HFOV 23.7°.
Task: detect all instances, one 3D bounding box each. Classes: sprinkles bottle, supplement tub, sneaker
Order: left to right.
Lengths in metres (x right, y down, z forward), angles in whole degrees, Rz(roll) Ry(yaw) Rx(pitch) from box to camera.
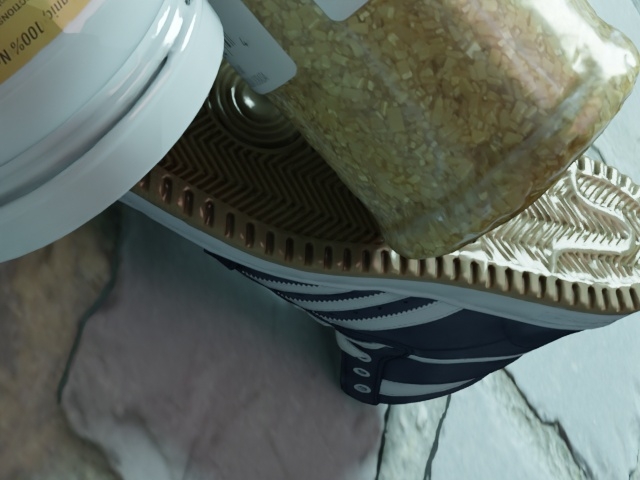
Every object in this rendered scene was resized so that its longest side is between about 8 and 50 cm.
[{"bbox_3d":[-0.132,-0.102,0.440,0.200,0.144,0.144,53,38,-34],"label":"supplement tub"},{"bbox_3d":[-0.040,-0.157,0.542,0.355,0.121,0.121,48,37,-11],"label":"sprinkles bottle"},{"bbox_3d":[0.000,0.000,0.685,0.282,0.153,0.099,16,63,-22],"label":"sneaker"}]
